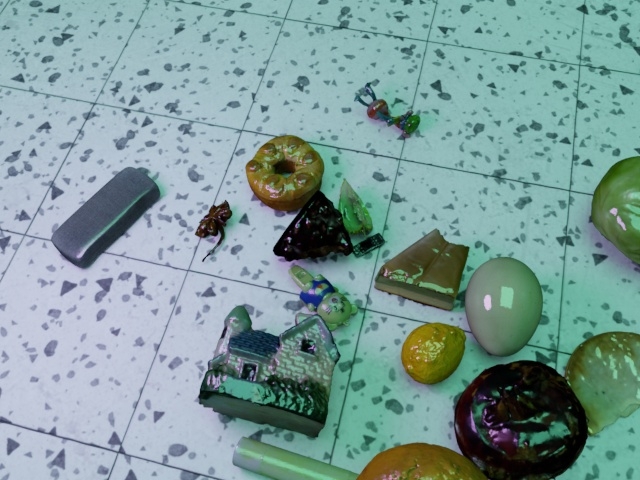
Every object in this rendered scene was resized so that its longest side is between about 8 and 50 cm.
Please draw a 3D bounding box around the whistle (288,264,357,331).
[{"bbox_3d":[0.000,0.144,1.710,0.105,0.085,0.227,-33,65,-26],"label":"whistle"}]

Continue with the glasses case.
[{"bbox_3d":[-0.606,-0.071,1.854,0.131,0.074,0.323,33,67,19],"label":"glasses case"}]

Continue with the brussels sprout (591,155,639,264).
[{"bbox_3d":[0.881,-0.080,1.724,0.327,0.247,0.328,-2,76,7],"label":"brussels sprout"}]

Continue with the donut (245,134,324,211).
[{"bbox_3d":[-0.100,-0.192,1.883,0.226,0.114,0.227,-1,61,1],"label":"donut"}]

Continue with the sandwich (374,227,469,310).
[{"bbox_3d":[0.270,0.064,1.734,0.219,0.108,0.186,14,62,13],"label":"sandwich"}]

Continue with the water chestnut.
[{"bbox_3d":[0.443,0.395,1.453,0.299,0.300,0.300,-1,61,1],"label":"water chestnut"}]

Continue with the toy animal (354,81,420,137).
[{"bbox_3d":[0.200,-0.393,1.993,0.208,0.100,0.103,40,30,8],"label":"toy animal"}]

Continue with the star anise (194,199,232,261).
[{"bbox_3d":[-0.301,-0.028,1.830,0.097,0.070,0.191,6,59,36],"label":"star anise"}]

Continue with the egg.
[{"bbox_3d":[0.454,0.164,1.626,0.188,0.189,0.254,10,66,7],"label":"egg"}]

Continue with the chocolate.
[{"bbox_3d":[0.000,0.000,1.752,0.177,0.224,0.206,38,92,-5],"label":"chocolate"}]

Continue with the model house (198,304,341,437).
[{"bbox_3d":[-0.112,0.288,1.551,0.298,0.243,0.284,15,60,0],"label":"model house"}]

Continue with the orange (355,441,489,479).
[{"bbox_3d":[0.208,0.589,1.344,0.340,0.293,0.341,1,77,-6],"label":"orange"}]

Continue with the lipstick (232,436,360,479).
[{"bbox_3d":[-0.050,0.531,1.506,0.304,0.076,0.076,14,62,11],"label":"lipstick"}]

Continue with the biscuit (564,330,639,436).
[{"bbox_3d":[0.723,0.330,1.610,0.308,0.040,0.205,-26,64,-13],"label":"biscuit"}]

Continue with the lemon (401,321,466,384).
[{"bbox_3d":[0.277,0.271,1.600,0.187,0.142,0.142,-33,65,-18],"label":"lemon"}]

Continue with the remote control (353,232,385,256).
[{"bbox_3d":[0.132,0.014,1.818,0.096,0.014,0.039,-27,64,-11],"label":"remote control"}]

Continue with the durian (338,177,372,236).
[{"bbox_3d":[0.097,-0.073,1.818,0.086,0.100,0.215,-18,55,-4],"label":"durian"}]
